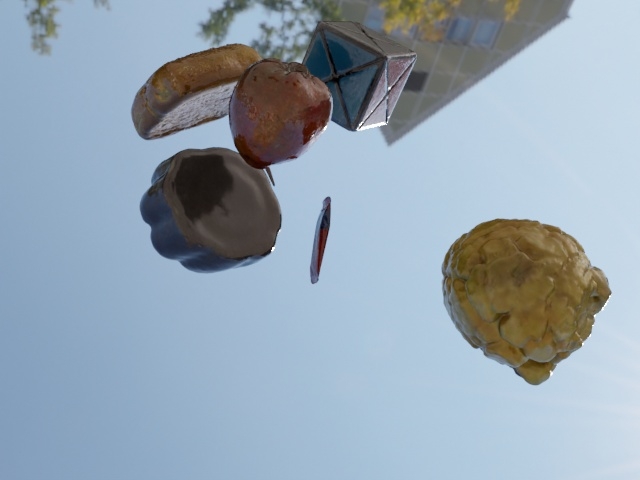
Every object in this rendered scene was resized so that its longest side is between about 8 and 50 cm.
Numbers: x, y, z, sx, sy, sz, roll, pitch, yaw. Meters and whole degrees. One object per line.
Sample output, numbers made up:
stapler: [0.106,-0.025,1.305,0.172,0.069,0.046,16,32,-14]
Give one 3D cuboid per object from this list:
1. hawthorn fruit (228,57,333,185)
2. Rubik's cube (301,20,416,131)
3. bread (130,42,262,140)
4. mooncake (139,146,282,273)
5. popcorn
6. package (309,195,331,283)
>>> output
hawthorn fruit: [-0.095,-0.241,1.878,0.210,0.262,0.210,15,-158,-6]
Rubik's cube: [0.096,-0.496,2.711,0.260,0.259,0.255,30,-157,19]
bread: [-0.331,-0.417,2.421,0.337,0.328,0.148,-26,-94,-32]
mooncake: [-0.242,-0.065,2.000,0.306,0.154,0.306,18,-118,-37]
popcorn: [0.459,0.111,2.085,0.390,0.344,0.354,54,-174,24]
package: [0.000,0.000,2.093,0.022,0.083,0.200,10,-99,-13]
